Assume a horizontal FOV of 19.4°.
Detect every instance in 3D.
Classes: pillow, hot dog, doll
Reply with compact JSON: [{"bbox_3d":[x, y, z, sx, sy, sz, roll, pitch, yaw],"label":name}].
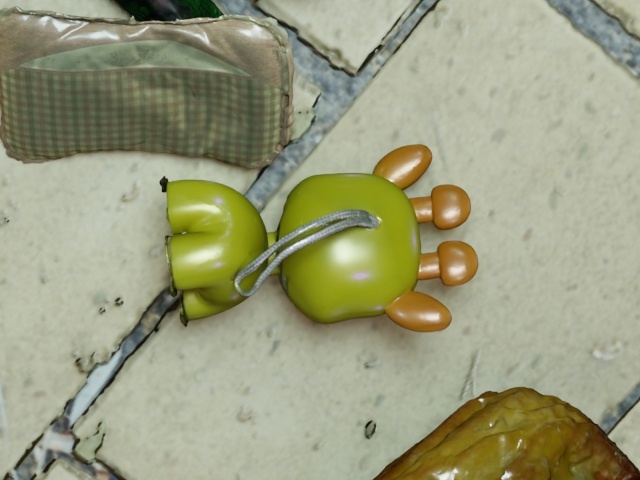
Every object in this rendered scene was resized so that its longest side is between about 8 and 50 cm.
[{"bbox_3d":[-0.123,-0.106,1.298,0.211,0.034,0.135,2,129,1],"label":"pillow"},{"bbox_3d":[0.078,0.284,1.379,0.387,0.174,0.267,-41,108,3],"label":"hot dog"},{"bbox_3d":[0.000,0.000,1.324,0.221,0.135,0.142,-3,67,-2],"label":"doll"}]

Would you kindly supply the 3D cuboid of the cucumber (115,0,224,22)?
[{"bbox_3d":[-0.152,-0.199,1.291,0.284,0.056,0.056,38,97,-18],"label":"cucumber"}]
